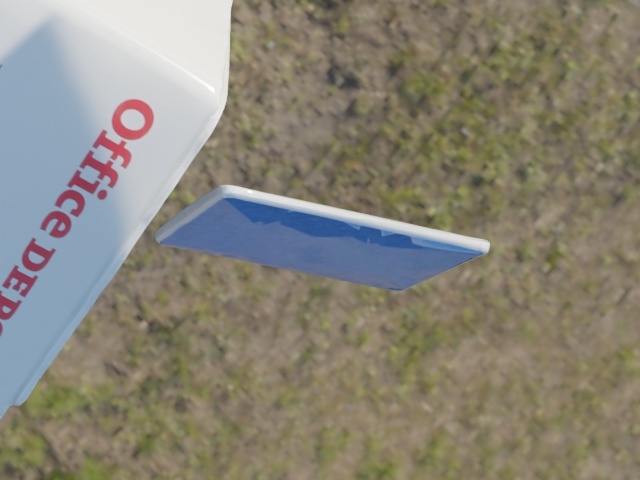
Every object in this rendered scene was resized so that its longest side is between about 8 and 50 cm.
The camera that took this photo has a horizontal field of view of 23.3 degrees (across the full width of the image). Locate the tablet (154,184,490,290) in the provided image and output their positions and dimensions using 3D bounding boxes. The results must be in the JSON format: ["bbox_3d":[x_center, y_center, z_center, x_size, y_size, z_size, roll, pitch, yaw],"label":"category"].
[{"bbox_3d":[0.000,0.000,0.442,0.083,0.054,0.006,12,70,-24],"label":"tablet"}]

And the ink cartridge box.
[{"bbox_3d":[-0.174,-0.067,0.582,0.237,0.100,0.172,30,115,-15],"label":"ink cartridge box"}]
